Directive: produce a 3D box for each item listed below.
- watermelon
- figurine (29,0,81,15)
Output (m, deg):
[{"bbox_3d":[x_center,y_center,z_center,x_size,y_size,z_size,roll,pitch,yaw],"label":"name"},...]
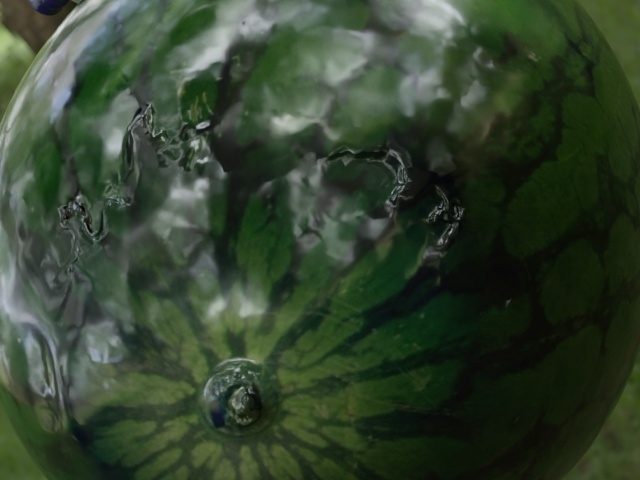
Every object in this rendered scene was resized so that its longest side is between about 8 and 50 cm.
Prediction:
[{"bbox_3d":[0.000,0.000,0.919,0.363,0.363,0.363,-38,11,8],"label":"watermelon"},{"bbox_3d":[-0.059,-0.272,1.253,0.382,0.186,0.261,-27,-32,-29],"label":"figurine"}]
